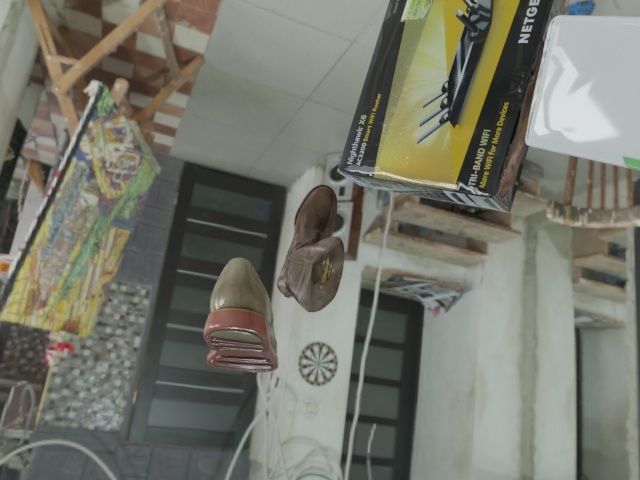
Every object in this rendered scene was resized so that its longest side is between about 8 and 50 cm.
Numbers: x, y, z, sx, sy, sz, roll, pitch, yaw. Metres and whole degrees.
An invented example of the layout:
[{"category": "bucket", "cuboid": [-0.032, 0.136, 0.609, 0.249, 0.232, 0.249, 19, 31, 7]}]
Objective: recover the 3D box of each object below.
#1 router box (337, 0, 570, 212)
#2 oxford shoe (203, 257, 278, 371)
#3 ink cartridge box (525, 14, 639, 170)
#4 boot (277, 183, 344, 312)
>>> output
[{"category": "router box", "cuboid": [0.182, -0.214, 0.745, 0.243, 0.309, 0.081, 14, 176, 36]}, {"category": "oxford shoe", "cuboid": [-0.125, 0.142, 0.890, 0.123, 0.130, 0.348, 6, 154, -8]}, {"category": "ink cartridge box", "cuboid": [0.375, -0.134, 0.494, 0.289, 0.122, 0.211, -10, -155, -35]}, {"category": "boot", "cuboid": [0.000, 0.000, 0.403, 0.037, 0.106, 0.114, 18, 174, -10]}]
